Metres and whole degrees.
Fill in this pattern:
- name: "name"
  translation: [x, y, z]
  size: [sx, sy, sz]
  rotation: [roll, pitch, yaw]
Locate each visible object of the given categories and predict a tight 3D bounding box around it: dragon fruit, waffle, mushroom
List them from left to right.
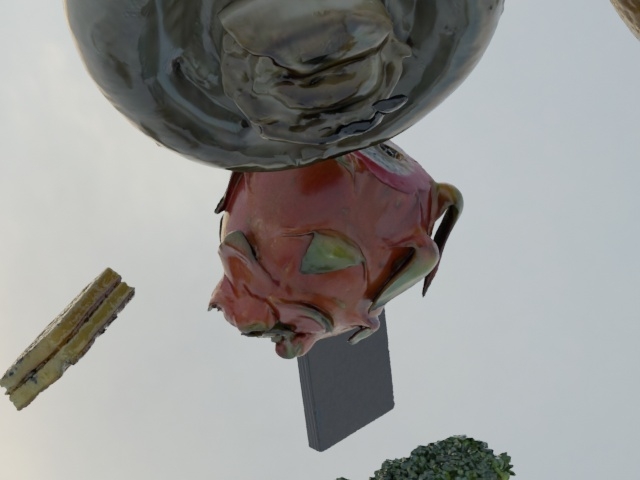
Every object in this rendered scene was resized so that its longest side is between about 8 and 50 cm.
- name: "waffle"
  translation: [-0.249, 0.095, 1.730]
  size: [0.042, 0.148, 0.102]
  rotation: [46, -54, -7]
- name: "mushroom"
  translation: [-0.023, -0.195, 1.405]
  size: [0.362, 0.362, 0.294]
  rotation: [98, -16, -44]
- name: "dragon fruit"
  translation: [0.004, -0.004, 1.689]
  size: [0.224, 0.224, 0.227]
  rotation: [42, -59, 26]

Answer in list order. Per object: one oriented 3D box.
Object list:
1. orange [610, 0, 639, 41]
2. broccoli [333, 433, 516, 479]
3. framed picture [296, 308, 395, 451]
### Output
- name: "orange"
  translation: [0.382, -0.273, 1.583]
  size: [0.274, 0.274, 0.274]
  rotation: [34, -41, 35]
- name: "broccoli"
  translation: [0.137, 0.298, 1.457]
  size: [0.252, 0.361, 0.221]
  rotation: [-41, -120, 31]
- name: "framed picture"
  translation: [0.029, 0.148, 2.067]
  size: [0.023, 0.128, 0.168]
  rotation: [19, -54, 43]
